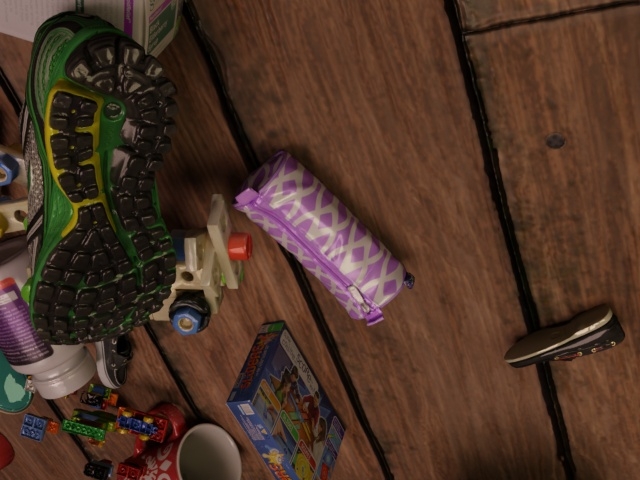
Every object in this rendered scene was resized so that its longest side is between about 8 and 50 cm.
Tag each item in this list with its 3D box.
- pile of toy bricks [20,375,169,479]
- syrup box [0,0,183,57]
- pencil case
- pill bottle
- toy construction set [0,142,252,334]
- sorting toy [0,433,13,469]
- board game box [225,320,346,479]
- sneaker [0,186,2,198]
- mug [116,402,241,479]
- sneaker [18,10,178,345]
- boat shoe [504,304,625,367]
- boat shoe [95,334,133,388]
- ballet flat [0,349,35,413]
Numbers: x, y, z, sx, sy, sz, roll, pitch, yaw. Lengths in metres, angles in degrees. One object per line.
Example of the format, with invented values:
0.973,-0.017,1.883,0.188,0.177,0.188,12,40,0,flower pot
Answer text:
-0.311,0.258,1.246,0.212,0.105,0.118,15,91,10,pile of toy bricks
-0.254,-0.244,0.821,0.237,0.093,0.096,18,131,5,syrup box
0.000,0.000,0.933,0.206,0.088,0.086,43,130,-15,pencil case
-0.360,0.100,1.116,0.108,0.108,0.193,-9,115,26,pill bottle
-0.212,0.005,0.985,0.328,0.151,0.215,9,124,22,toy construction set
-0.627,0.276,1.363,0.127,0.126,0.365,-9,125,26,sorting toy
-0.036,0.218,1.092,0.035,0.136,0.201,-11,122,27,board game box
-0.509,-0.123,0.998,0.293,0.108,0.169,9,130,-10,sneaker
-0.212,0.321,1.282,0.113,0.150,0.169,14,150,-42,mug
-0.209,-0.045,0.818,0.134,0.146,0.343,-6,127,-30,sneaker
0.262,0.114,0.955,0.133,0.049,0.042,-27,107,30,boat shoe
-0.272,0.146,1.178,0.040,0.049,0.142,9,128,12,boat shoe
-0.505,0.148,1.253,0.086,0.086,0.248,-26,114,34,ballet flat
